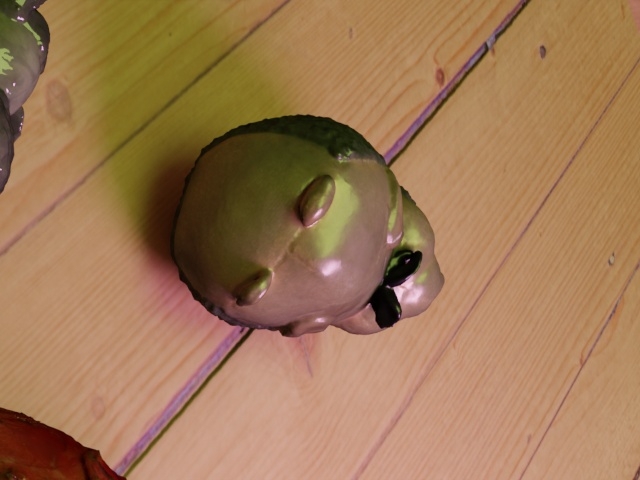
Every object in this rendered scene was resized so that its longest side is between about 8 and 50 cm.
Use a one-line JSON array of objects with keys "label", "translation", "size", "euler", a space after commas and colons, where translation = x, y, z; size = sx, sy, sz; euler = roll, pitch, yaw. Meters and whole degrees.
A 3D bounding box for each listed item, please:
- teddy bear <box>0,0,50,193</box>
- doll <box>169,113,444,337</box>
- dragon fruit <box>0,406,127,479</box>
[{"label": "teddy bear", "translation": [-0.312, -0.120, 1.427], "size": [0.251, 0.144, 0.171], "euler": [-81, -179, -51]}, {"label": "doll", "translation": [0.000, 0.000, 1.779], "size": [0.349, 0.247, 0.247], "euler": [21, 64, -69]}, {"label": "dragon fruit", "translation": [-0.263, 0.257, 1.246], "size": [0.301, 0.295, 0.296], "euler": [42, 44, -10]}]
